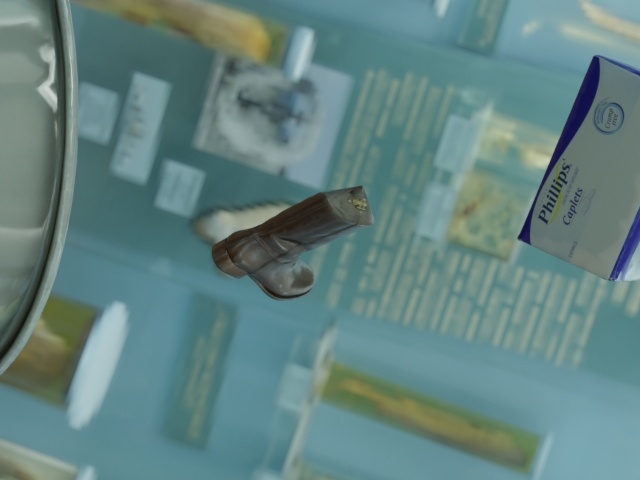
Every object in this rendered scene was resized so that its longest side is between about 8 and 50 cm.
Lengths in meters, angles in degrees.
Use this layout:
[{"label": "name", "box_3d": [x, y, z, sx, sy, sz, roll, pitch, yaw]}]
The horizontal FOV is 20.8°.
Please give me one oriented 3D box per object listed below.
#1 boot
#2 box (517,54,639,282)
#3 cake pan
[{"label": "boot", "box_3d": [0.000, 0.000, 1.182, 0.106, 0.114, 0.037, 15, 54, -52]}, {"label": "box", "box_3d": [0.203, -0.043, 1.096, 0.137, 0.072, 0.126, -2, 117, -58]}, {"label": "cake pan", "box_3d": [-0.211, -0.068, 0.828, 0.054, 0.293, 0.293, -5, 120, -38]}]
